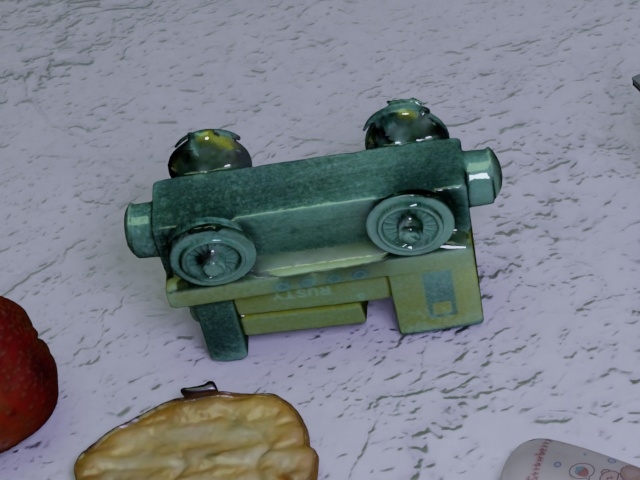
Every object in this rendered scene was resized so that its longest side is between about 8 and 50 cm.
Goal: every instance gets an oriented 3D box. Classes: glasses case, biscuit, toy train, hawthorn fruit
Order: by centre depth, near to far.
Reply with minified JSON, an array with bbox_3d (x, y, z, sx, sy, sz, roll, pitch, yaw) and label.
[{"bbox_3d":[0.271,0.247,1.639,0.204,0.051,0.081,16,52,27],"label":"glasses case"},{"bbox_3d":[-0.129,0.235,1.761,0.260,0.041,0.203,-3,47,12],"label":"biscuit"},{"bbox_3d":[-0.381,0.154,1.809,0.200,0.179,0.179,-41,50,-18],"label":"hawthorn fruit"},{"bbox_3d":[0.000,0.000,1.813,0.397,0.253,0.160,-8,50,5],"label":"toy train"}]

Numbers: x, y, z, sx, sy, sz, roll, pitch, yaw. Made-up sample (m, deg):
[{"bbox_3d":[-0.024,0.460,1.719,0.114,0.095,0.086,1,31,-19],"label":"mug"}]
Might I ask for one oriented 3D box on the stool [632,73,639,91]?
[{"bbox_3d":[0.462,-0.036,1.747,0.170,0.243,0.269,-23,45,-12],"label":"stool"}]
